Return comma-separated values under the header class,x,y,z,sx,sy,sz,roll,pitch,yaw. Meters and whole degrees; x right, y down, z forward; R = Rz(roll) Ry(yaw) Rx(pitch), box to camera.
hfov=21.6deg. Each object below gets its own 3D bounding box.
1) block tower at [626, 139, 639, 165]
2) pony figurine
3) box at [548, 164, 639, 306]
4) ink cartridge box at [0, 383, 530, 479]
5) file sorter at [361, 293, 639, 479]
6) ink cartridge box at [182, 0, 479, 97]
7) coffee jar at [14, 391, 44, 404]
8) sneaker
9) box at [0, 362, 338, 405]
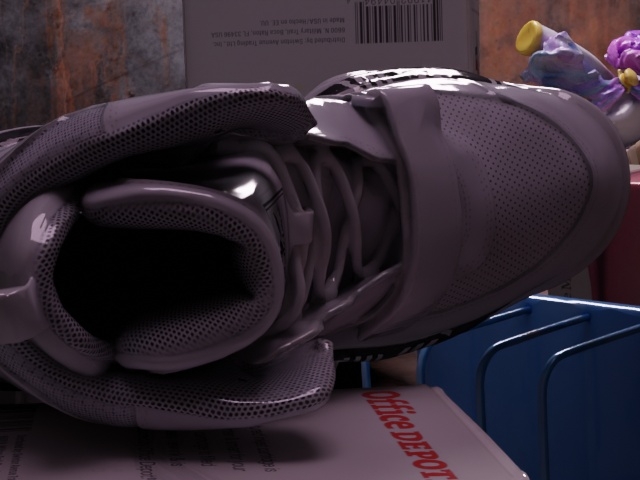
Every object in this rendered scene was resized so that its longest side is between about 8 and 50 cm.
class,x,y,z,sx,sy,sz,roll,pitch,yaw
block tower,0.418,-0.086,1.847,0.091,0.097,0.335,-4,-18,-23
pony figurine,0.379,-0.154,2.119,0.363,0.303,0.351,14,-37,-28
box,0.303,0.021,1.291,0.232,0.149,0.127,3,9,36
ink cartridge box,-0.071,0.131,0.632,0.272,0.115,0.198,-2,7,-6
file sorter,0.088,0.096,0.889,0.104,0.118,0.170,-14,14,-43
ink cartridge box,0.016,-0.134,1.661,0.279,0.385,0.160,0,4,9
coffee jar,-0.090,0.098,1.045,0.184,0.079,0.096,-4,8,-25
sneaker,0.000,0.000,0.695,0.365,0.137,0.210,-8,6,-20
box,-0.134,0.047,1.118,0.322,0.059,0.232,-5,-23,-12
